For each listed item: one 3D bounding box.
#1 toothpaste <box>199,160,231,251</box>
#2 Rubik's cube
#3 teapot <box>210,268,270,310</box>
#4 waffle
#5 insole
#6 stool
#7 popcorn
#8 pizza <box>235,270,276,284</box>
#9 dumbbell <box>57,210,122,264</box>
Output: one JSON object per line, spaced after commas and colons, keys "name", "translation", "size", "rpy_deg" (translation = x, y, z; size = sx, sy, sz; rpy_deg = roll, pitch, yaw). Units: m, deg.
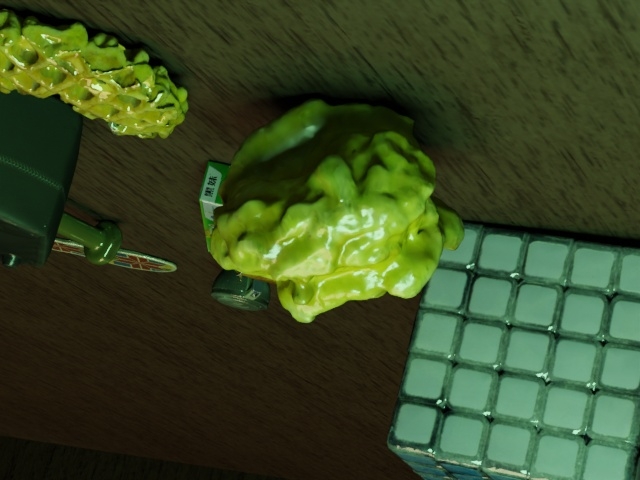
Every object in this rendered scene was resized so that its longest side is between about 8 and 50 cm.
{"name": "toothpaste", "translation": [-0.094, -0.028, 1.617], "size": [0.037, 0.043, 0.178], "rpy_deg": [15, 164, 3]}
{"name": "Rubik's cube", "translation": [0.223, 0.136, 1.578], "size": [0.237, 0.238, 0.237], "rpy_deg": [8, 164, 20]}
{"name": "teapot", "translation": [-0.082, 0.044, 1.827], "size": [0.066, 0.057, 0.088], "rpy_deg": [17, 167, -19]}
{"name": "waffle", "translation": [-0.201, -0.130, 1.339], "size": [0.194, 0.051, 0.149], "rpy_deg": [15, 162, -9]}
{"name": "insole", "translation": [-0.264, 0.015, 1.958], "size": [0.193, 0.006, 0.065], "rpy_deg": [11, 164, 4]}
{"name": "stool", "translation": [-0.329, -0.069, 1.477], "size": [0.232, 0.141, 0.232], "rpy_deg": [12, 163, 4]}
{"name": "popcorn", "translation": [0.010, -0.019, 1.307], "size": [0.197, 0.197, 0.155], "rpy_deg": [2, 128, 32]}
{"name": "pizza", "translation": [0.000, 0.000, 1.584], "size": [0.147, 0.069, 0.226], "rpy_deg": [6, 164, -12]}
{"name": "dumbbell", "translation": [-0.269, -0.014, 1.782], "size": [0.118, 0.052, 0.046], "rpy_deg": [31, -174, -46]}
